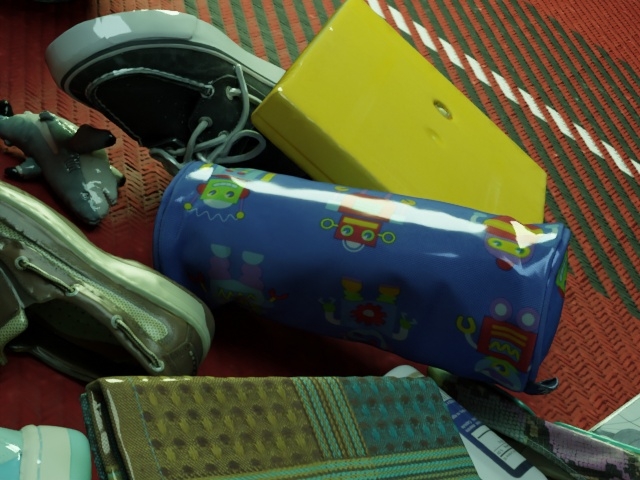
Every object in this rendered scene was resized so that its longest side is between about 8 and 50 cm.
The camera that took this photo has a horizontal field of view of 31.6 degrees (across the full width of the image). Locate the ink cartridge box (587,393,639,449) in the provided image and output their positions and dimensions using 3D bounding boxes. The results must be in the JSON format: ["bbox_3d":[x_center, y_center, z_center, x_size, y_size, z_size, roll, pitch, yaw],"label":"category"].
[{"bbox_3d":[0.367,0.144,0.889,0.332,0.065,0.165,-29,57,-26],"label":"ink cartridge box"}]

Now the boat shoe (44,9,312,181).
[{"bbox_3d":[-0.100,-0.101,0.948,0.306,0.113,0.105,18,48,-62],"label":"boat shoe"}]

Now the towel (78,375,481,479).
[{"bbox_3d":[0.036,0.234,0.565,0.271,0.040,0.370,8,50,-44],"label":"towel"}]

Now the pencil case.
[{"bbox_3d":[0.031,0.025,0.832,0.306,0.133,0.119,11,47,13],"label":"pencil case"}]

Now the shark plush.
[{"bbox_3d":[-0.231,-0.075,0.925,0.161,0.073,0.067,33,65,2],"label":"shark plush"}]

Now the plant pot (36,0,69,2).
[{"bbox_3d":[-0.279,-0.361,1.154,0.290,0.195,0.290,16,35,-12],"label":"plant pot"}]

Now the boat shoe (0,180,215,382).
[{"bbox_3d":[-0.199,0.034,0.760,0.257,0.095,0.095,24,40,-2],"label":"boat shoe"}]

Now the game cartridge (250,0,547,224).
[{"bbox_3d":[0.089,-0.080,1.042,0.285,0.052,0.324,42,29,-8],"label":"game cartridge"}]

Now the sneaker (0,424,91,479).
[{"bbox_3d":[-0.209,0.158,0.497,0.208,0.127,0.319,10,2,-13],"label":"sneaker"}]

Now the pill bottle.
[{"bbox_3d":[0.092,0.170,0.755,0.169,0.094,0.094,39,36,20],"label":"pill bottle"}]

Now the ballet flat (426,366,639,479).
[{"bbox_3d":[0.151,0.156,0.818,0.221,0.077,0.079,23,72,37],"label":"ballet flat"}]
